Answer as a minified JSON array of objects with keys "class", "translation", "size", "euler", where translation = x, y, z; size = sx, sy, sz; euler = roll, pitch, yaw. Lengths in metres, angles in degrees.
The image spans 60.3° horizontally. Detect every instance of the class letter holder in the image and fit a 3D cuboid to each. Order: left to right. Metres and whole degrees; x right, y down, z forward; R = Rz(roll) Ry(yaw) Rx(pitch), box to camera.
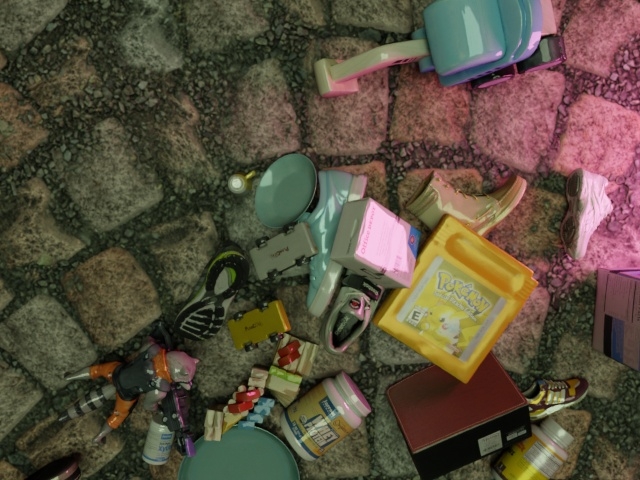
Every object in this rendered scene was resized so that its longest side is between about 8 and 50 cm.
[{"class":"letter holder","translation":[0.345,0.435,1.411],"size":[0.301,0.214,0.152],"euler":[-23,127,-2]}]

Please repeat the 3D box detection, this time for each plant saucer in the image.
[{"class":"plant saucer","translation":[-0.212,0.628,1.443],"size":[0.317,0.044,0.318],"euler":[0,94,-3]},{"class":"plant saucer","translation":[-0.077,-0.117,1.348],"size":[0.194,0.037,0.195],"euler":[-15,65,34]}]

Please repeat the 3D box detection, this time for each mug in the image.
[{"class":"mug","translation":[-0.201,-0.147,1.368],"size":[0.062,0.064,0.078],"euler":[21,93,-3]}]

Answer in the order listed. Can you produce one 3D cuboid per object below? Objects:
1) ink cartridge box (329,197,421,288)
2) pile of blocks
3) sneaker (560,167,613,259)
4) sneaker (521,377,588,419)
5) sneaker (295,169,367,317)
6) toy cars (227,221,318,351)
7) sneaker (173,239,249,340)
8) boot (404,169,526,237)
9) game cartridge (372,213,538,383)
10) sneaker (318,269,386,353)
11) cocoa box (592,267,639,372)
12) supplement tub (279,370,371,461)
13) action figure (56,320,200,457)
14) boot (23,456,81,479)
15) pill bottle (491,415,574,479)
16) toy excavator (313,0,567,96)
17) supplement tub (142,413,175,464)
[{"class":"ink cartridge box","translation":[0.132,0.011,1.283],"size":[0.203,0.085,0.148],"euler":[29,68,-36]},{"class":"pile of blocks","translation":[-0.143,0.381,1.365],"size":[0.149,0.112,0.362],"euler":[45,84,1]},{"class":"sneaker","translation":[0.687,-0.063,1.401],"size":[0.115,0.090,0.233],"euler":[6,95,-6]},{"class":"sneaker","translation":[0.610,0.395,1.443],"size":[0.185,0.069,0.084],"euler":[-28,99,-1]},{"class":"sneaker","translation":[0.000,0.000,1.366],"size":[0.149,0.135,0.366],"euler":[16,86,5]},{"class":"toy cars","translation":[-0.107,0.115,1.346],"size":[0.176,0.087,0.394],"euler":[32,113,28]},{"class":"sneaker","translation":[-0.266,0.129,1.372],"size":[0.111,0.121,0.300],"euler":[31,112,-19]},{"class":"boot","translation":[0.362,-0.112,1.380],"size":[0.203,0.095,0.262],"euler":[44,99,-5]},{"class":"game cartridge","translation":[0.331,0.144,1.344],"size":[0.285,0.053,0.324],"euler":[33,97,-4]},{"class":"sneaker","translation":[0.101,0.137,1.366],"size":[0.122,0.146,0.331],"euler":[23,92,-3]},{"class":"cocoa box","translation":[0.900,0.192,1.358],"size":[0.346,0.228,0.232],"euler":[0,95,-2]},{"class":"supplement tub","translation":[0.013,0.438,1.385],"size":[0.199,0.144,0.144],"euler":[-38,95,1]},{"class":"action figure","translation":[-0.430,0.380,1.314],"size":[0.330,0.178,0.342],"euler":[-29,73,9]},{"class":"boot","translation":[-0.696,0.746,1.385],"size":[0.377,0.138,0.284],"euler":[-35,94,5]},{"class":"pill bottle","translation":[0.554,0.563,1.431],"size":[0.117,0.117,0.215],"euler":[41,92,-5]},{"class":"toy excavator","translation":[0.256,-0.450,1.265],"size":[0.444,0.432,0.223],"euler":[-15,96,-29]},{"class":"supplement tub","translation":[-0.412,0.510,1.411],"size":[0.070,0.071,0.107],"euler":[15,95,-3]}]
